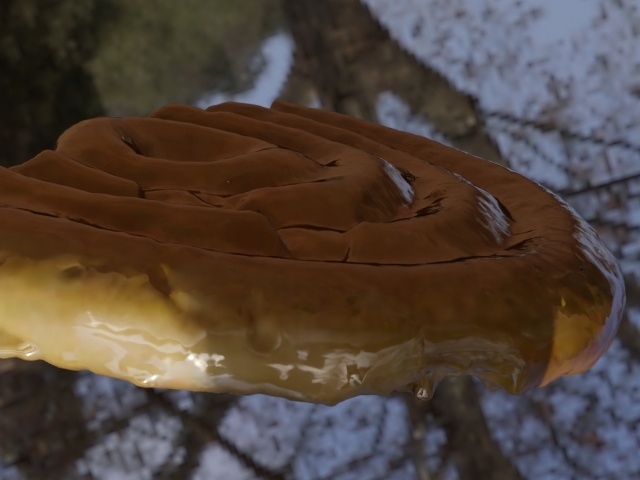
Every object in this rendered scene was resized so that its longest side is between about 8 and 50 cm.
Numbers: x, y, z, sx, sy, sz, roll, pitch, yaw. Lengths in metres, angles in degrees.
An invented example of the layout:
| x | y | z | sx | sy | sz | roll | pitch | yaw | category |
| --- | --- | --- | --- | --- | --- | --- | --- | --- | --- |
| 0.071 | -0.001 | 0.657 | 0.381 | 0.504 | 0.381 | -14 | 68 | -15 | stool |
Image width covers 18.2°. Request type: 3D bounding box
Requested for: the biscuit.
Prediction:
| x | y | z | sx | sy | sz | roll | pitch | yaw | category |
| --- | --- | --- | --- | --- | --- | --- | --- | --- | --- |
| 0.000 | -0.001 | 0.475 | 0.144 | 0.033 | 0.224 | 16 | -164 | 23 | biscuit |
